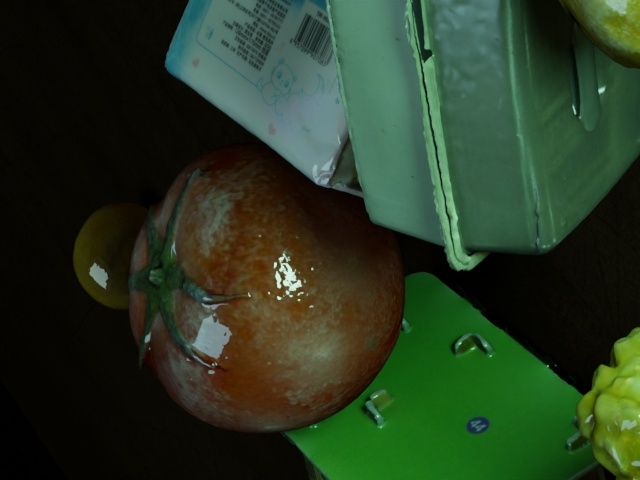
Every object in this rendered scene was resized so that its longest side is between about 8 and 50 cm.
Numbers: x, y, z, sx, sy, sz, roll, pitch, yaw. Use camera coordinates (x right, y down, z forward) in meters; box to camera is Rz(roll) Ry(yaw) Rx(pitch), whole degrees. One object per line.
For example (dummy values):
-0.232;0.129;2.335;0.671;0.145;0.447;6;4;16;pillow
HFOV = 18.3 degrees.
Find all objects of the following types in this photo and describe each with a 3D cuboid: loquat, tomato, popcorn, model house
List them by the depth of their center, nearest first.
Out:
0.291;0.143;1.493;0.197;0.197;0.155;48;155;32;popcorn
-0.043;0.044;1.811;0.265;0.265;0.265;48;154;32;tomato
0.120;0.255;1.936;0.358;0.242;0.313;38;151;44;model house
-0.262;0.022;2.635;0.141;0.141;0.141;48;154;32;loquat

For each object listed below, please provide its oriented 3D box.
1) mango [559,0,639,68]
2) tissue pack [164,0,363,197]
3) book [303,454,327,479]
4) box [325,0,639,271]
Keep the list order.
0.200;-0.265;1.254;0.176;0.175;0.329;-10;87;36;mango
0.001;-0.176;1.748;0.271;0.124;0.201;39;113;45;tissue pack
0.050;0.322;2.447;0.228;0.024;0.160;41;152;42;book
0.127;-0.139;1.468;0.166;0.220;0.290;15;132;33;box
